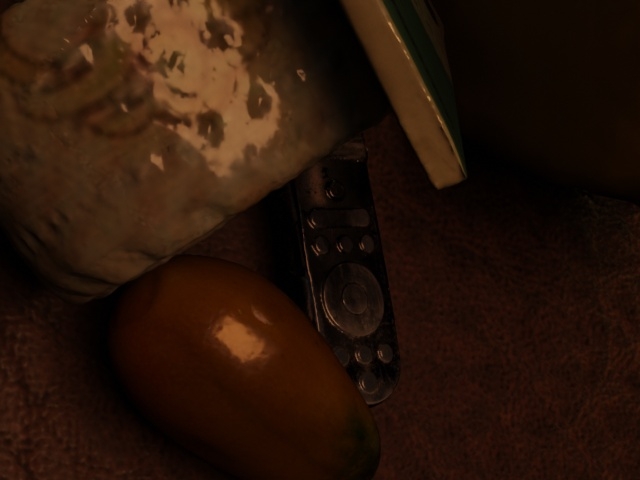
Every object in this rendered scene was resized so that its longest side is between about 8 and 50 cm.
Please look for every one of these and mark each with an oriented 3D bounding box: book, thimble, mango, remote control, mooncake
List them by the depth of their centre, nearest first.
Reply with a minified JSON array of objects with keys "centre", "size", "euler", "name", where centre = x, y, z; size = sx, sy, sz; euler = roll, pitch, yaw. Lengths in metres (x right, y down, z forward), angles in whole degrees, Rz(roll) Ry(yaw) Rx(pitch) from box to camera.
[{"centre":[0.022,-0.202,1.164],"size":[0.031,0.379,0.264],"euler":[-26,108,10],"name":"book"},{"centre":[-0.096,-0.104,1.191],"size":[0.291,0.291,0.195],"euler":[-36,100,-29],"name":"thimble"},{"centre":[-0.055,0.101,1.259],"size":[0.221,0.151,0.120],"euler":[46,61,-24],"name":"mango"},{"centre":[0.287,-0.243,1.346],"size":[0.262,0.467,0.467],"euler":[14,75,-37],"name":"mooncake"},{"centre":[0.000,0.000,1.364],"size":[0.090,0.066,0.266],"euler":[1,77,-43],"name":"remote control"}]
